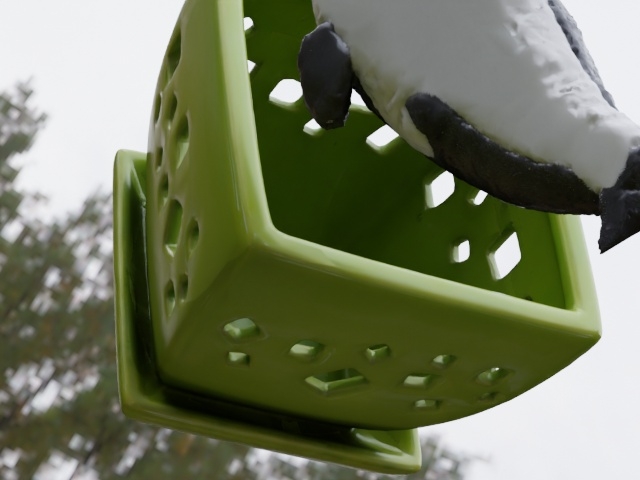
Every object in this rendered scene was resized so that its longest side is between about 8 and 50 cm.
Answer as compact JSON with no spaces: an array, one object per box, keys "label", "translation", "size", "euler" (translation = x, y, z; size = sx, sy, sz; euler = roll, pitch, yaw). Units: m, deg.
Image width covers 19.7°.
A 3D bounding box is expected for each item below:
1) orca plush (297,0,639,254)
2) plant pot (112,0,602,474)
[{"label":"orca plush","translation":[0.095,-0.081,0.849],"size":[0.287,0.151,0.102],"euler":[31,-3,43]},{"label":"plant pot","translation":[0.000,0.000,1.067],"size":[0.228,0.227,0.207],"euler":[15,-43,-26]}]
